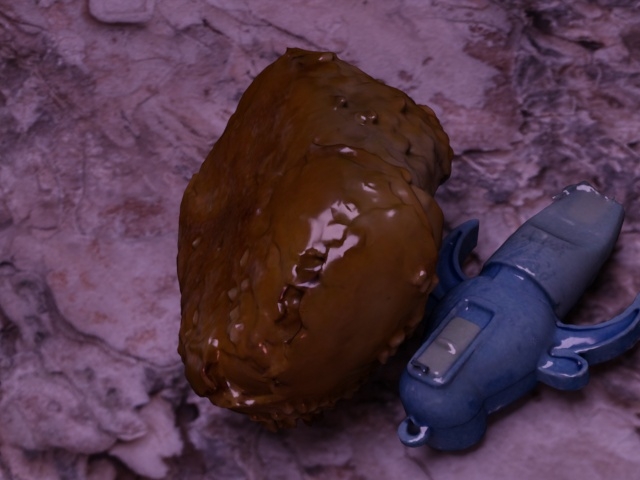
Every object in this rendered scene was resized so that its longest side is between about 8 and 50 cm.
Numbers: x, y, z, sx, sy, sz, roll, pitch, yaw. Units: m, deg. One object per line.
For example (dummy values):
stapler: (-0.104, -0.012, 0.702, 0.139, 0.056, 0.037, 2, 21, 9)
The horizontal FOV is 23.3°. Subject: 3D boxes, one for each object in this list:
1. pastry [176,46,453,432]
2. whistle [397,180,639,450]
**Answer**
pastry: (0.000, 0.000, 1.210, 0.255, 0.162, 0.311, -42, 33, 34)
whistle: (0.144, 0.058, 1.187, 0.180, 0.093, 0.269, 26, 58, 35)
